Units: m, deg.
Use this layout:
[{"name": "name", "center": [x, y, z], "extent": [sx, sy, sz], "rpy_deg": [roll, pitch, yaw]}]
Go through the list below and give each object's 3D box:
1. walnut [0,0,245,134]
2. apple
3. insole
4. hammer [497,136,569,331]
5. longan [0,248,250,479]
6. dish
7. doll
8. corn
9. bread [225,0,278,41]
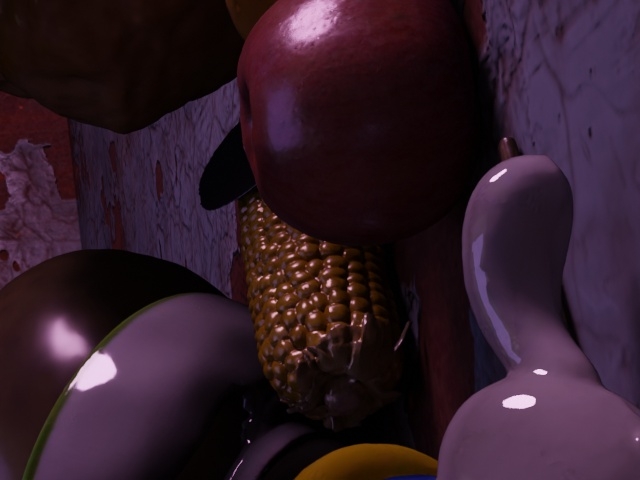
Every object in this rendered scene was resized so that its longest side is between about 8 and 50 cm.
[{"name": "walnut", "center": [-0.150, -0.238, 1.389], "extent": [0.306, 0.306, 0.344], "rpy_deg": [-109, 12, -47]}, {"name": "apple", "center": [0.017, -0.069, 1.069], "extent": [0.153, 0.120, 0.153], "rpy_deg": [174, 90, -78]}, {"name": "insole", "center": [-0.018, -0.079, 1.249], "extent": [0.188, 0.004, 0.064], "rpy_deg": [-39, 44, 34]}, {"name": "hammer", "center": [0.108, 0.029, 0.945], "extent": [0.062, 0.017, 0.182], "rpy_deg": [103, 159, -54]}, {"name": "longan", "center": [-0.151, 0.165, 1.499], "extent": [0.319, 0.318, 0.319], "rpy_deg": [175, 90, -77]}, {"name": "dish", "center": [-0.050, 0.200, 1.271], "extent": [0.124, 0.324, 0.324], "rpy_deg": [8, 108, 32]}, {"name": "doll", "center": [0.055, 0.123, 0.838], "extent": [0.242, 0.159, 0.311], "rpy_deg": [143, 126, -61]}, {"name": "corn", "center": [-0.005, 0.001, 1.269], "extent": [0.091, 0.091, 0.260], "rpy_deg": [99, 166, -50]}, {"name": "bread", "center": [-0.007, -0.196, 1.152], "extent": [0.217, 0.098, 0.147], "rpy_deg": [107, 159, -43]}]
